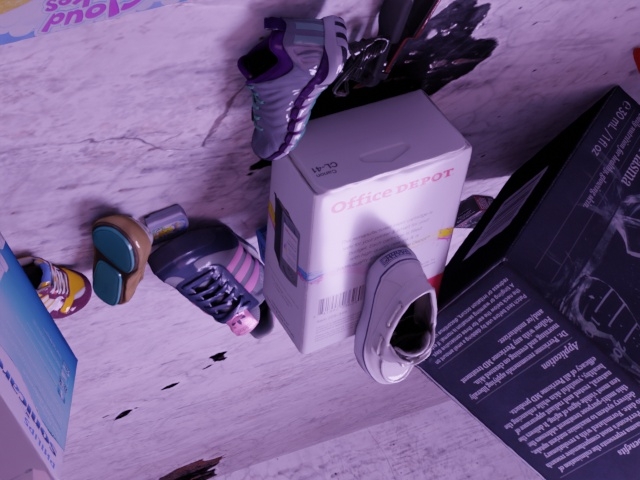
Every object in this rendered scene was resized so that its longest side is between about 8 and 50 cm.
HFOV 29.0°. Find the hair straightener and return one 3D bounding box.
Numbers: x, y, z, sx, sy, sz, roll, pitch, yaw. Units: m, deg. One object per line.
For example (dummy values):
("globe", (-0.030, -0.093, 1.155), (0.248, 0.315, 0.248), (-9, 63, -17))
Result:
("hair straightener", (0.056, -0.220, 1.342), (0.089, 0.047, 0.230), (-17, 166, -25))

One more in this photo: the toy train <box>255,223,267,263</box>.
("toy train", (0.000, 0.000, 1.790), (0.184, 0.105, 0.080), (-25, 139, -17))

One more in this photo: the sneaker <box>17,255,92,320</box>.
("sneaker", (-0.345, 0.058, 1.545), (0.084, 0.070, 0.185), (-31, 164, 35))

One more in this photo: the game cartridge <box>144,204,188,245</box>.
("game cartridge", (-0.199, -0.020, 1.611), (0.056, 0.017, 0.083), (-26, 164, -12))

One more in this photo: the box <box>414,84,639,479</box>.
("box", (0.449, 0.111, 1.845), (0.297, 0.472, 0.480), (-44, -175, 48))

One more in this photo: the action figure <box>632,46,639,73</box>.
("action figure", (0.559, -0.221, 1.877), (0.091, 0.139, 0.280), (-30, 165, 21))

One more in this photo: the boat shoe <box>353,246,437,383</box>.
("boat shoe", (0.110, 0.122, 1.634), (0.096, 0.088, 0.267), (-20, 143, -22))

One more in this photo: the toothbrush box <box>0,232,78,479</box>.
("toothbrush box", (-0.356, 0.121, 1.249), (0.126, 0.216, 0.295), (-26, -159, 1))

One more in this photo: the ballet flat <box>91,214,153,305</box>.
("ballet flat", (-0.249, 0.010, 1.568), (0.073, 0.080, 0.232), (-48, 177, -27))

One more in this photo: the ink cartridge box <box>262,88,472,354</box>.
("ink cartridge box", (0.052, -0.021, 1.609), (0.226, 0.131, 0.306), (-18, 140, -22))

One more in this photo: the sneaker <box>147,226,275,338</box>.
("sneaker", (-0.135, 0.066, 1.747), (0.112, 0.131, 0.319), (-29, 164, 13))

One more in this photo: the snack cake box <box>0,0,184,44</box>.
("snack cake box", (-0.157, -0.236, 0.902), (0.264, 0.089, 0.152), (-18, 161, -21))

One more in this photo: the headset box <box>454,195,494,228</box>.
("headset box", (0.262, -0.048, 2.138), (0.062, 0.032, 0.083), (-35, 162, 29))

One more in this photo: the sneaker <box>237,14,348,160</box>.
("sneaker", (-0.054, -0.167, 1.314), (0.098, 0.083, 0.224), (6, 146, -21))
